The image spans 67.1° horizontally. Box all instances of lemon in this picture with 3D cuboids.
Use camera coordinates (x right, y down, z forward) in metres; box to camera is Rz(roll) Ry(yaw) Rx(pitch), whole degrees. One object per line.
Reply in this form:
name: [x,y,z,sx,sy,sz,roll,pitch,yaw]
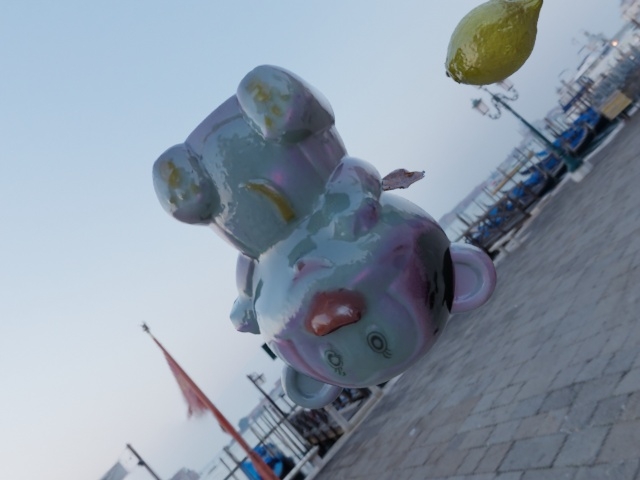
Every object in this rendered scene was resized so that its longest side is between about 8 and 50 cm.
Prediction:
lemon: [0.147,-0.169,0.410,0.092,0.065,0.065,-37,-4,30]

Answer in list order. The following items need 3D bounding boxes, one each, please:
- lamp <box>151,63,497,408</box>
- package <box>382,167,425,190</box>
lamp: [0.000,0.000,0.505,0.247,0.301,0.247,-38,-1,10]
package: [0.119,-0.093,0.736,0.111,0.077,0.033,-47,-41,-75]
